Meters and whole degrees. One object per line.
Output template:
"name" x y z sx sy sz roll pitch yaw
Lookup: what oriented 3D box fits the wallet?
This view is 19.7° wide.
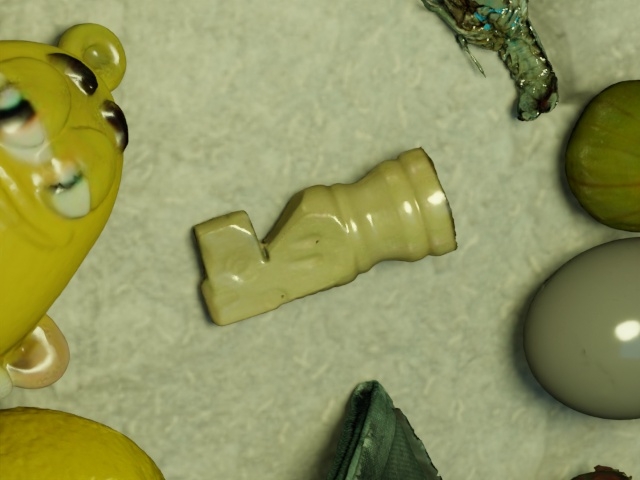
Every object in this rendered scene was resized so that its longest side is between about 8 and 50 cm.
"wallet" 0.082 0.310 1.472 0.075 0.237 0.342 -19 114 26

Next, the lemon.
"lemon" -0.202 0.219 1.336 0.231 0.192 0.192 22 93 -23

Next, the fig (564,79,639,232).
"fig" 0.275 -0.063 1.435 0.124 0.236 0.124 -1 94 -16

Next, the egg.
"egg" 0.259 0.070 1.507 0.198 0.146 0.146 -11 106 -26

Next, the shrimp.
"shrimp" 0.130 -0.173 1.458 0.082 0.076 0.174 -22 121 28

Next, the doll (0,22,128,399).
"doll" -0.315 0.011 1.232 0.348 0.161 0.423 18 80 -31

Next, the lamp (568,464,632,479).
"lamp" 0.260 0.319 1.546 0.180 0.180 0.258 -24 108 -15

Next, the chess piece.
"chess piece" 0.000 0.000 1.433 0.200 0.090 0.090 -20 109 -4
